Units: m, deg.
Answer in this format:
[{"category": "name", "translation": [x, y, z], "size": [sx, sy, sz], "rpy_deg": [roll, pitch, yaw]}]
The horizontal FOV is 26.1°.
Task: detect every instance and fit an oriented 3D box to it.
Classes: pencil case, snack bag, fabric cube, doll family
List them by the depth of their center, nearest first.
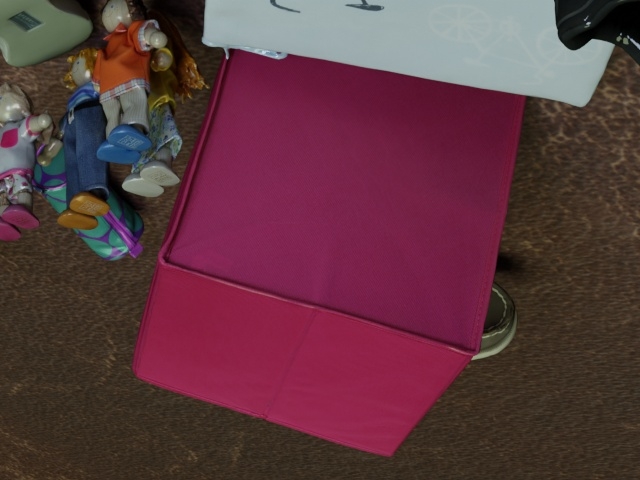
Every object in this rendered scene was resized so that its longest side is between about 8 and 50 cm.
[{"category": "snack bag", "translation": [0.077, -0.216, 0.937], "size": [0.323, 0.037, 0.342], "rpy_deg": [9, 150, 1]}, {"category": "doll family", "translation": [-0.179, -0.102, 1.142], "size": [0.118, 0.163, 0.263], "rpy_deg": [20, 146, -40]}, {"category": "fabric cube", "translation": [0.000, 0.000, 1.174], "size": [0.259, 0.254, 0.258], "rpy_deg": [17, 153, -3]}, {"category": "pencil case", "translation": [-0.240, -0.040, 1.428], "size": [0.070, 0.064, 0.152], "rpy_deg": [28, 164, 34]}]

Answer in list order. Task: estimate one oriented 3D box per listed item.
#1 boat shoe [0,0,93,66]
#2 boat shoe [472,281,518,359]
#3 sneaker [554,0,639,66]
[{"category": "boat shoe", "translation": [-0.245, -0.202, 1.105], "size": [0.079, 0.081, 0.227], "rpy_deg": [-25, 172, 2]}, {"category": "boat shoe", "translation": [0.043, 0.033, 1.374], "size": [0.324, 0.116, 0.097], "rpy_deg": [18, 156, 6]}, {"category": "sneaker", "translation": [0.272, -0.118, 0.829], "size": [0.293, 0.146, 0.102], "rpy_deg": [18, 163, 0]}]
